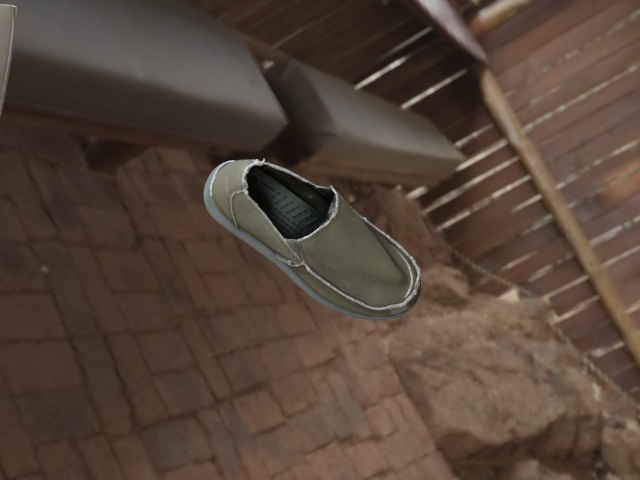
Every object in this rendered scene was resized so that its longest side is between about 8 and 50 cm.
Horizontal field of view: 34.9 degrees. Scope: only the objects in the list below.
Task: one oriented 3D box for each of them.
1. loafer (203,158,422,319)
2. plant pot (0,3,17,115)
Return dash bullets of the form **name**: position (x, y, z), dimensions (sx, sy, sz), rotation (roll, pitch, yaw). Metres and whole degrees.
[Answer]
- **loafer**: position (0.000, 0.000, 1.023), dimensions (0.251, 0.087, 0.094), rotation (30, 71, -13)
- **plant pot**: position (-0.202, -0.050, 0.430), dimensions (0.109, 0.109, 0.096), rotation (-7, 94, -55)
